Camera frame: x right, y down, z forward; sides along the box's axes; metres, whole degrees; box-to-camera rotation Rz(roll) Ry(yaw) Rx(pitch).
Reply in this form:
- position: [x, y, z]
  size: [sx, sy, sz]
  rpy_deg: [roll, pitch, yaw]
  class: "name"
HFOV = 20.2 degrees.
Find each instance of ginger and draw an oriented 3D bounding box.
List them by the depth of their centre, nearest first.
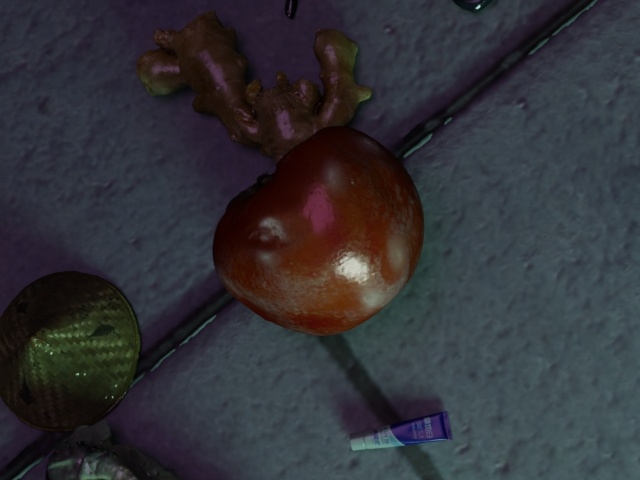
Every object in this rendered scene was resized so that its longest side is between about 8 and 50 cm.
- position: [-0.058, -0.131, 1.559]
  size: [0.193, 0.052, 0.176]
  rpy_deg: [-23, 65, 10]
  class: "ginger"

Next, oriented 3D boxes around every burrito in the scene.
- position: [-0.105, 0.255, 1.470]
  size: [0.309, 0.066, 0.096]
  rpy_deg: [34, 94, 23]
  class: "burrito"

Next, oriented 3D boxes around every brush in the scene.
- position: [-0.022, -0.237, 1.597]
  size: [0.024, 0.008, 0.083]
  rpy_deg: [3, 78, 17]
  class: "brush"

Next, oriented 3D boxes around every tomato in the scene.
- position: [0.000, 0.000, 1.447]
  size: [0.187, 0.187, 0.151]
  rpy_deg: [-34, 91, 7]
  class: "tomato"

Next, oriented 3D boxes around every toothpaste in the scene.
- position: [0.065, 0.157, 1.466]
  size: [0.083, 0.015, 0.024]
  rpy_deg: [-10, 82, 11]
  class: "toothpaste"

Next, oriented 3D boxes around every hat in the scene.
- position: [-0.234, 0.089, 1.553]
  size: [0.146, 0.067, 0.146]
  rpy_deg: [-5, 75, 17]
  class: "hat"

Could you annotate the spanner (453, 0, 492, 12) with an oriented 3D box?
- position: [0.226, -0.316, 1.530]
  size: [0.316, 0.024, 0.087]
  rpy_deg: [-44, 66, 5]
  class: "spanner"
